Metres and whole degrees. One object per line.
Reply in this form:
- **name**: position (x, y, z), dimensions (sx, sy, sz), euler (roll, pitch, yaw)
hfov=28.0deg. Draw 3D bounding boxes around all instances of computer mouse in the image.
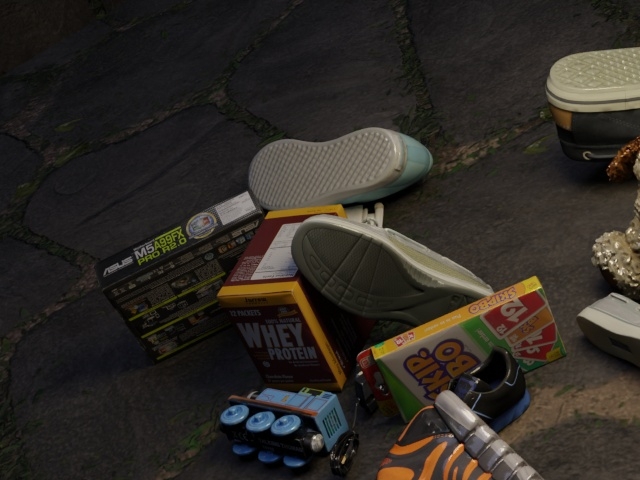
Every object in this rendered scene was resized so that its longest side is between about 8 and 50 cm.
- **computer mouse**: position (0.062, 0.225, 1.727), dimensions (0.041, 0.071, 0.242), euler (1, 41, 19)

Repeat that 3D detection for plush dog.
- **plush dog**: position (0.484, -0.036, 1.661), dimensions (0.210, 0.225, 0.262), euler (-37, 33, -18)

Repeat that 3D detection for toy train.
- **toy train**: position (-0.055, 0.251, 1.764), dimensions (0.184, 0.080, 0.105), euler (4, 33, 42)

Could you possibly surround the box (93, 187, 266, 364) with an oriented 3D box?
- **box**: position (-0.187, 0.060, 1.995), dimensions (0.270, 0.216, 0.060), euler (-27, 50, -1)

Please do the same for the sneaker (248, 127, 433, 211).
- **sneaker**: position (0.035, -0.109, 2.210), dimensions (0.366, 0.150, 0.135), euler (-3, 81, 44)

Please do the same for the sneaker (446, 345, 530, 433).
- **sneaker**: position (0.171, 0.229, 1.619), dimensions (0.232, 0.090, 0.081), euler (-42, 35, -25)

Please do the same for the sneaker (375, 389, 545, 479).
- **sneaker**: position (0.184, 0.328, 1.462), dimensions (0.180, 0.124, 0.321), euler (-46, 42, -1)

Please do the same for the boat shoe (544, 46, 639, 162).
- **boat shoe**: position (0.587, -0.198, 1.907), dimensions (0.500, 0.156, 0.187), euler (-3, 34, 7)

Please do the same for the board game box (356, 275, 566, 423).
- **board game box**: position (0.186, 0.150, 1.692), dimensions (0.259, 0.124, 0.039), euler (-22, 32, 5)

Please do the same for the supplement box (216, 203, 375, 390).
- **supplement box**: position (-0.023, 0.085, 1.869), dimensions (0.129, 0.191, 0.194), euler (-5, 37, 32)

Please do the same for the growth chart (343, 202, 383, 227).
- **growth chart**: position (0.000, 0.000, 2.142), dimensions (0.237, 0.021, 0.172), euler (-10, 35, 24)

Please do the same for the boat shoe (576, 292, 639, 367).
- **boat shoe**: position (0.422, 0.117, 1.620), dimensions (0.081, 0.079, 0.227), euler (-40, 31, -14)

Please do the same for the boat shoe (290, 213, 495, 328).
- **boat shoe**: position (0.107, 0.047, 1.778), dimensions (0.103, 0.320, 0.118), euler (-95, 28, -64)
